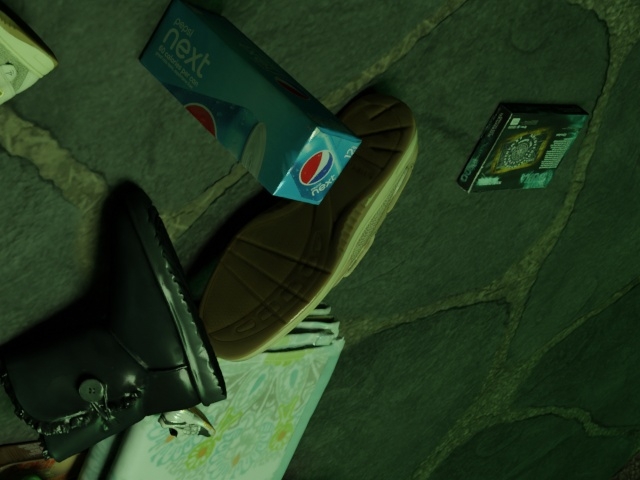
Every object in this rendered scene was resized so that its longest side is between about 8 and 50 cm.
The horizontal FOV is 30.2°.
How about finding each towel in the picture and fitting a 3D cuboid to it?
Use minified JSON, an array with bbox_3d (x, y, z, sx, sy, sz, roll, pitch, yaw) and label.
[{"bbox_3d":[-0.149,0.243,1.440,0.320,0.090,0.375,-1,122,-51],"label":"towel"}]

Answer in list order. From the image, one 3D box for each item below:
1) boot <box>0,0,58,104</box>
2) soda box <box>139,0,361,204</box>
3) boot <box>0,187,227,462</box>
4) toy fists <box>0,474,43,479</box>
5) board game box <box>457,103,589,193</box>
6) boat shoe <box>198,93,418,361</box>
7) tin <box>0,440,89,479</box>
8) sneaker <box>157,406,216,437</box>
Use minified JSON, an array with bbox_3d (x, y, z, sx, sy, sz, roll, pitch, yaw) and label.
[{"bbox_3d":[-0.310,-0.129,0.868,0.165,0.077,0.213,-44,151,3],"label":"boot"},{"bbox_3d":[-0.064,-0.122,1.026,0.067,0.210,0.071,10,119,-53],"label":"soda box"},{"bbox_3d":[-0.226,0.092,1.185,0.207,0.094,0.247,-19,112,-2],"label":"boot"},{"bbox_3d":[-0.261,0.360,1.284,0.142,0.279,0.096,-51,-167,14],"label":"toy fists"},{"bbox_3d":[0.272,-0.123,1.586,0.186,0.026,0.126,-5,131,-46],"label":"board game box"},{"bbox_3d":[0.000,0.000,1.308,0.341,0.121,0.110,-50,156,-6],"label":"boat shoe"},{"bbox_3d":[-0.334,0.273,1.343,0.189,0.040,0.106,3,129,-51],"label":"tin"},{"bbox_3d":[-0.147,0.199,1.289,0.037,0.032,0.083,-46,139,0],"label":"sneaker"}]
